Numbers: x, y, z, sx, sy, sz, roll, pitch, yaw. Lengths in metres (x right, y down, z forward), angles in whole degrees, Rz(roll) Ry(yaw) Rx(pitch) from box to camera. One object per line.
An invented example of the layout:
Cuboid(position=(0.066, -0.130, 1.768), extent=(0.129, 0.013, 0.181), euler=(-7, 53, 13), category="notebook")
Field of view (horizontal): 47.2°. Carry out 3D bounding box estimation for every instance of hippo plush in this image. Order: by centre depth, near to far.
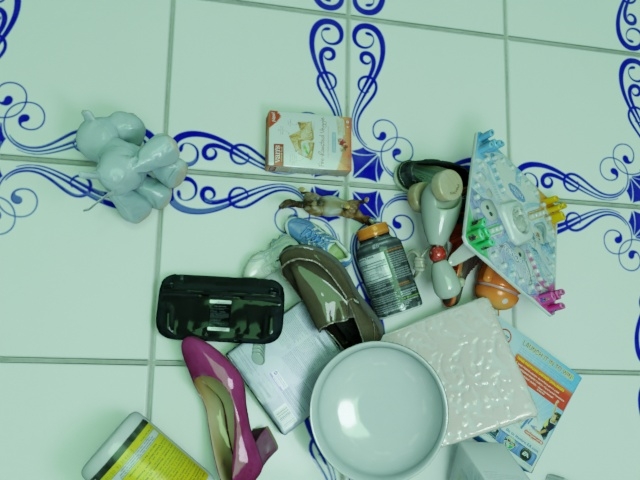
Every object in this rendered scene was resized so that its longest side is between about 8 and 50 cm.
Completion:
Cuboid(position=(-0.506, -0.192, 1.829), extent=(0.294, 0.234, 0.236), euler=(-26, 56, -31), category="hippo plush")

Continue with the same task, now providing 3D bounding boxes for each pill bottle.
Cuboid(position=(-0.370, 0.572, 1.702), extent=(0.334, 0.188, 0.188), euler=(42, 74, -3), category="pill bottle")
Cuboid(position=(0.174, 0.077, 1.952), extent=(0.130, 0.130, 0.246), euler=(-17, 84, -16), category="pill bottle")

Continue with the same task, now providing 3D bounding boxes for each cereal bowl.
Cuboid(position=(0.147, 0.416, 1.799), extent=(0.338, 0.141, 0.339), euler=(-1, 83, 10), category="cereal bowl")

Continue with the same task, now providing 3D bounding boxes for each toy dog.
Cuboid(position=(0.343, -0.027, 1.940), extent=(0.160, 0.220, 0.334), euler=(-5, 106, -27), category="toy dog")

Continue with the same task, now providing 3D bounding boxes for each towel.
Cuboid(position=(0.351, 0.347, 1.899), extent=(0.316, 0.053, 0.332), euler=(-21, 67, 3), category="towel")

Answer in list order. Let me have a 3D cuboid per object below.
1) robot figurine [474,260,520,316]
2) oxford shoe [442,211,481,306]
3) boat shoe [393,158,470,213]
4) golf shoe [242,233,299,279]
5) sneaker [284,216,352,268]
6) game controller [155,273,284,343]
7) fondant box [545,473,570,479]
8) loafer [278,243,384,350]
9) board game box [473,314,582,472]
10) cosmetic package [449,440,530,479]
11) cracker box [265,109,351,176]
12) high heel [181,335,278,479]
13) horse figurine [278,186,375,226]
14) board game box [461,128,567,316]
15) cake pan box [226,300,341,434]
Cuboid(position=(0.503, 0.098, 2.025), extent=(0.128, 0.158, 0.220), euler=(19, 84, 3), category="robot figurine")
Cuboid(position=(0.404, 0.060, 2.031), extent=(0.098, 0.097, 0.271), euler=(19, 77, -17), category="oxford shoe")
Cuboid(position=(0.379, -0.156, 2.051), extent=(0.340, 0.113, 0.127), euler=(21, 76, -9), category="boat shoe")
Cuboid(position=(-0.127, 0.055, 1.900), extent=(0.176, 0.086, 0.069), euler=(-46, 124, -14), category="golf shoe")
Cuboid(position=(0.000, 0.000, 1.949), extent=(0.211, 0.081, 0.080), euler=(31, 76, -5), category="sneaker")
Cuboid(position=(-0.251, 0.172, 1.844), extent=(0.319, 0.067, 0.167), euler=(3, 81, -2), category="game controller")
Cuboid(position=(0.674, 0.830, 1.955), extent=(0.238, 0.096, 0.330), euler=(27, 76, -8), category="fondant box")
Cuboid(position=(0.030, 0.160, 1.845), extent=(0.366, 0.133, 0.130), euler=(46, 34, -17), category="loafer")
Cuboid(position=(0.505, 0.413, 1.994), extent=(0.308, 0.086, 0.302), euler=(36, 74, -5), category="board game box")
Cuboid(position=(0.416, 0.657, 1.821), extent=(0.138, 0.225, 0.224), euler=(7, 104, -11), category="cosmetic package")
Cuboid(position=(-0.033, -0.262, 1.996), extent=(0.232, 0.067, 0.156), euler=(2, 79, -13), category="cracker box")
Cuboid(position=(-0.252, 0.416, 1.761), extent=(0.377, 0.127, 0.181), euler=(54, 41, -2), category="high heel")
Cuboid(position=(0.024, -0.091, 1.946), extent=(0.263, 0.174, 0.066), euler=(7, 82, 1), category="horse figurine")
Cuboid(position=(0.535, -0.053, 1.963), extent=(0.390, 0.050, 0.390), euler=(37, 49, -28), category="board game box")
Cuboid(position=(-0.069, 0.327, 1.882), extent=(0.245, 0.070, 0.267), euler=(-36, 90, -15), category="cake pan box")
